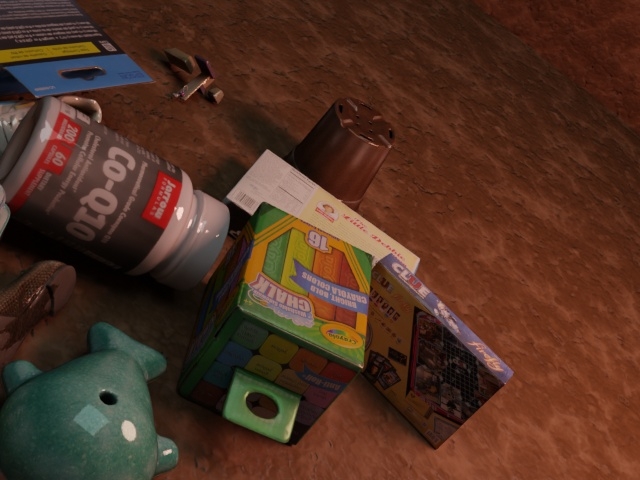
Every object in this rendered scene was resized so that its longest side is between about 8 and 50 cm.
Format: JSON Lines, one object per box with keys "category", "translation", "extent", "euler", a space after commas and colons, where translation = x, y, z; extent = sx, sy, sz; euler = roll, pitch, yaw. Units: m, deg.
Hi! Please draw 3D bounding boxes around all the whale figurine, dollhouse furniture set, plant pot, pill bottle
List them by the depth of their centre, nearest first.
{"category": "whale figurine", "translation": [-0.239, 0.177, 1.040], "extent": [0.216, 0.141, 0.272], "euler": [32, 33, -7]}
{"category": "pill bottle", "translation": [-0.270, -0.052, 1.255], "extent": [0.283, 0.161, 0.161], "euler": [29, 33, -27]}
{"category": "plant pot", "translation": [0.038, -0.146, 1.662], "extent": [0.167, 0.165, 0.167], "euler": [25, 36, -19]}
{"category": "dollhouse furniture set", "translation": [-0.247, -0.280, 1.706], "extent": [0.114, 0.091, 0.081], "euler": [33, 69, 35]}

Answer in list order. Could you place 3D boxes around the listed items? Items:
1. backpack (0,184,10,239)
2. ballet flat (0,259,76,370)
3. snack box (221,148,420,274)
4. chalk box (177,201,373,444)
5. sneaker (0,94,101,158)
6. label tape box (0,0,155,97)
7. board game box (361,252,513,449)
{"category": "backpack", "translation": [-0.458, -0.015, 1.077], "extent": [0.188, 0.144, 0.165], "euler": [22, 42, -16]}
{"category": "ballet flat", "translation": [-0.368, 0.090, 1.101], "extent": [0.058, 0.084, 0.250], "euler": [15, 30, 13]}
{"category": "snack box", "translation": [0.000, 0.000, 1.544], "extent": [0.322, 0.060, 0.187], "euler": [36, 34, -2]}
{"category": "chalk box", "translation": [-0.057, 0.125, 1.235], "extent": [0.180, 0.179, 0.289], "euler": [27, 35, -15]}
{"category": "sneaker", "translation": [-0.402, -0.158, 1.320], "extent": [0.229, 0.092, 0.087], "euler": [-35, 115, -54]}
{"category": "label tape box", "translation": [-0.451, -0.295, 1.443], "extent": [0.333, 0.106, 0.241], "euler": [46, 34, 16]}
{"category": "board game box", "translation": [0.135, 0.159, 1.381], "extent": [0.243, 0.165, 0.042], "euler": [45, 34, 11]}
